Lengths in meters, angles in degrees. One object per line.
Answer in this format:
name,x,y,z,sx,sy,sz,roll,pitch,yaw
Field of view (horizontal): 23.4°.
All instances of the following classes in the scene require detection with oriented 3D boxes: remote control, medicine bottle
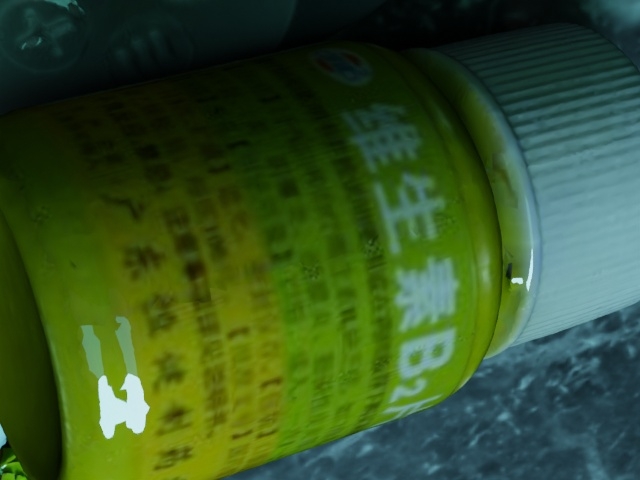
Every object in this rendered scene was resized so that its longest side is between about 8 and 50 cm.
remote control,-0.079,-0.185,0.885,0.332,0.103,0.221,-29,127,2
medicine bottle,0.000,0.000,0.890,0.384,0.224,0.224,-16,120,-25

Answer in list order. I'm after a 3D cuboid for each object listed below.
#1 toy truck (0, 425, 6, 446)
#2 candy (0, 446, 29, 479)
toy truck,-0.291,0.037,0.938,0.338,0.133,0.184,33,96,-23
candy,-0.161,0.193,1.097,0.194,0.058,0.062,21,79,-31
